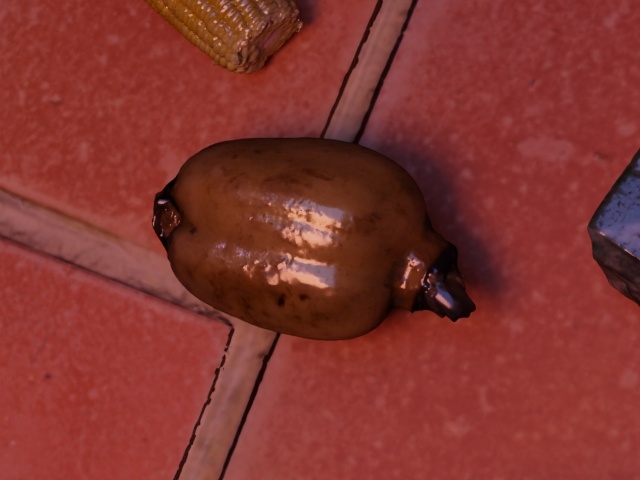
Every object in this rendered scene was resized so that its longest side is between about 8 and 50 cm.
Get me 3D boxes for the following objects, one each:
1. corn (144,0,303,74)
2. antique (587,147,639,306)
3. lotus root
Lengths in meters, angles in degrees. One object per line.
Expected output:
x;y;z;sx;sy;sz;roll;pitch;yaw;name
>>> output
-0.086;-0.185;1.218;0.085;0.063;0.165;-41;69;-6;corn
0.243;-0.038;1.059;0.088;0.086;0.183;35;89;24;antique
0.000;0.000;1.115;0.221;0.118;0.125;11;112;18;lotus root
